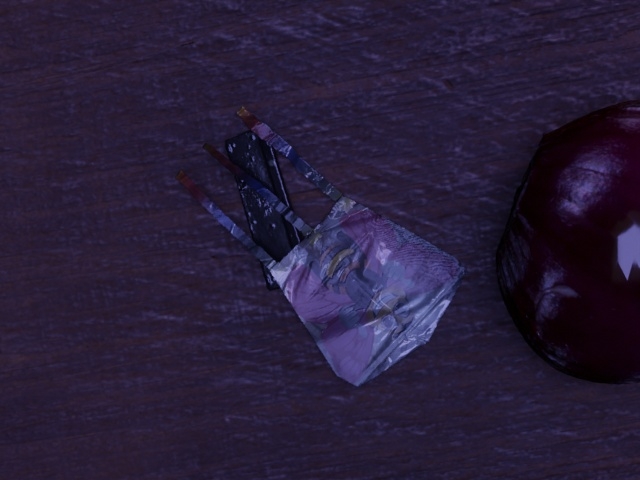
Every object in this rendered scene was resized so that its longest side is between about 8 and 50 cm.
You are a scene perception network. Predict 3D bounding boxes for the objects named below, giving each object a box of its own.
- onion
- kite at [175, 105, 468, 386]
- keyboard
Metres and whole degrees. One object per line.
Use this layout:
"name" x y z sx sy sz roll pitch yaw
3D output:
"onion" 0.340 -0.006 1.483 0.282 0.260 0.337 35 93 7
"kite" 0.000 0.000 1.601 0.204 0.022 0.360 -45 95 -4
"keyboard" -0.063 -0.039 1.620 0.060 0.018 0.195 -16 90 10
